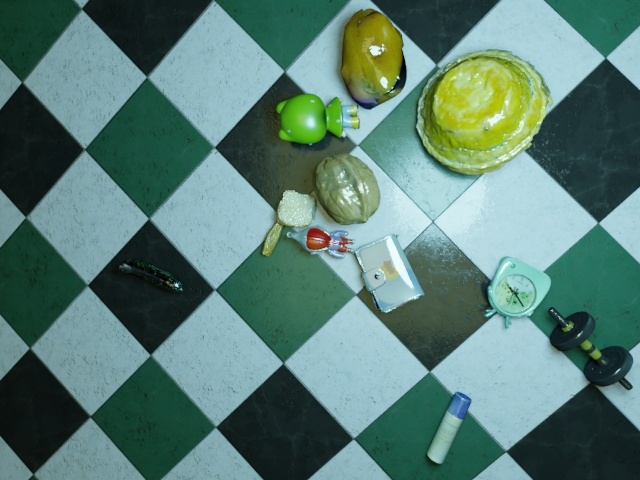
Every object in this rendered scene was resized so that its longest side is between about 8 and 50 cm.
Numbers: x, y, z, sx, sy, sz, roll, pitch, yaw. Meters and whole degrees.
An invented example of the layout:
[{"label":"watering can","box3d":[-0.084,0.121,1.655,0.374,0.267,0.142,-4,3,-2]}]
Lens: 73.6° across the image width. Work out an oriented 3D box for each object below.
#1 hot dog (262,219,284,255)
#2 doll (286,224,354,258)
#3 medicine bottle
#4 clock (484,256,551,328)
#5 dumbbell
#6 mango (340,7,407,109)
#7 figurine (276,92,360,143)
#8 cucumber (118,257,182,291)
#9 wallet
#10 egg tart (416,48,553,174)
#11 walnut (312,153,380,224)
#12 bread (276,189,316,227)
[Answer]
[{"label":"hot dog","box3d":[-0.164,-0.013,1.464,0.044,0.028,0.137,21,99,-19]},{"label":"doll","box3d":[0.000,0.000,1.417,0.227,0.075,0.102,8,80,-2]},{"label":"medicine bottle","box3d":[0.420,0.609,1.395,0.059,0.059,0.231,24,96,6]},{"label":"clock","box3d":[0.599,0.166,1.342,0.159,0.066,0.211,30,97,6]},{"label":"dumbbell","box3d":[0.806,0.323,1.280,0.325,0.143,0.143,45,98,4]},{"label":"mango","box3d":[0.159,-0.560,1.322,0.201,0.152,0.288,-3,92,-6]},{"label":"figurine","box3d":[-0.007,-0.392,1.373,0.263,0.143,0.162,-5,98,-2]},{"label":"cucumber","box3d":[-0.594,0.121,1.521,0.245,0.067,0.067,18,95,5]},{"label":"wallet","box3d":[0.218,0.108,1.397,0.170,0.069,0.231,-24,84,4]},{"label":"egg tart","box3d":[0.459,-0.392,1.247,0.387,0.169,0.388,-4,81,27]},{"label":"walnut","box3d":[0.084,-0.160,1.342,0.198,0.198,0.245,-30,79,9]},{"label":"bread","box3d":[-0.078,-0.103,1.439,0.128,0.044,0.126,11,83,8]}]
